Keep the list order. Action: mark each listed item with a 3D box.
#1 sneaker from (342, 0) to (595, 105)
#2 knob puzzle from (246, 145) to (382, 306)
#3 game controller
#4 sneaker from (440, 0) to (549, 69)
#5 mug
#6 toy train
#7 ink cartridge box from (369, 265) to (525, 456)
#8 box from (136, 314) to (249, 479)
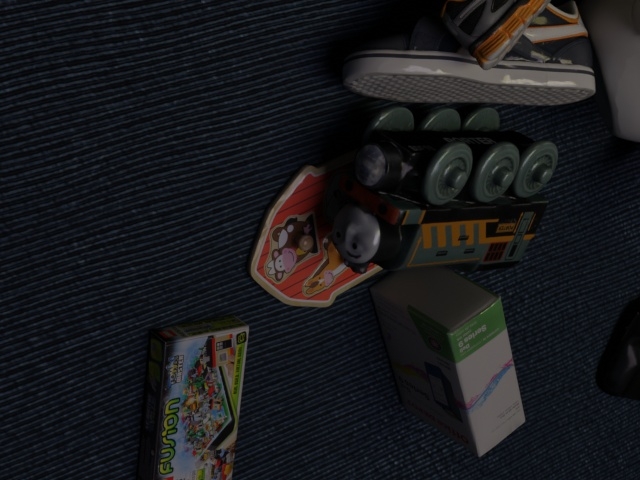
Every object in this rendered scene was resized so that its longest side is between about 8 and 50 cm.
[{"bbox_3d":[0.166,-0.225,1.574,0.321,0.126,0.128,-1,82,-28],"label":"sneaker"},{"bbox_3d":[0.000,0.000,1.609,0.213,0.030,0.213,-18,122,-32],"label":"knob puzzle"},{"bbox_3d":[0.556,0.182,2.148,0.319,0.067,0.166,14,116,-42],"label":"game controller"},{"bbox_3d":[0.213,-0.280,1.499,0.215,0.083,0.084,-48,172,-29],"label":"sneaker"},{"bbox_3d":[0.484,-0.269,1.649,0.328,0.276,0.374,-17,161,6],"label":"mug"},{"bbox_3d":[0.150,-0.051,1.621,0.334,0.142,0.190,-6,122,-48],"label":"toy train"},{"bbox_3d":[0.162,0.143,1.726,0.093,0.154,0.212,-35,129,-22],"label":"ink cartridge box"},{"bbox_3d":[-0.147,0.193,1.578,0.114,0.036,0.207,-9,116,-36],"label":"box"}]
